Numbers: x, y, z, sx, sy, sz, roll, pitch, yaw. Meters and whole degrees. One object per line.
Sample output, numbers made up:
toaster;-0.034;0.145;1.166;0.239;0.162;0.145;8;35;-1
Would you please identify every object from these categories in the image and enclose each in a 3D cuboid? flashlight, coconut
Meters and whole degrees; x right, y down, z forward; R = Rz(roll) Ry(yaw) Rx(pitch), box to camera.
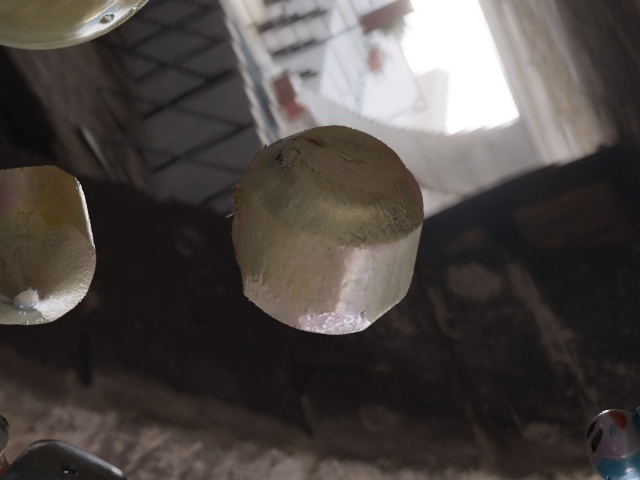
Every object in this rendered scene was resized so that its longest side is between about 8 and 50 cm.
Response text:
flashlight;0.232;0.114;1.084;0.129;0.051;0.051;-31;-145;7
coconut;0.000;0.000;1.420;0.171;0.183;0.171;11;-143;-8
coconut;-0.288;0.009;1.599;0.147;0.147;0.152;-23;-140;7

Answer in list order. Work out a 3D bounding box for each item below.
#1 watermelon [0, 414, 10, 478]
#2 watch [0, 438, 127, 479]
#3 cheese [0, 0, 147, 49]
watermelon;-0.193;0.271;1.094;0.214;0.320;0.289;-4;-155;-26
watch;-0.157;0.198;0.815;0.068;0.193;0.206;25;-88;6
cheese;-0.178;-0.152;0.919;0.227;0.137;0.064;-39;-174;12
